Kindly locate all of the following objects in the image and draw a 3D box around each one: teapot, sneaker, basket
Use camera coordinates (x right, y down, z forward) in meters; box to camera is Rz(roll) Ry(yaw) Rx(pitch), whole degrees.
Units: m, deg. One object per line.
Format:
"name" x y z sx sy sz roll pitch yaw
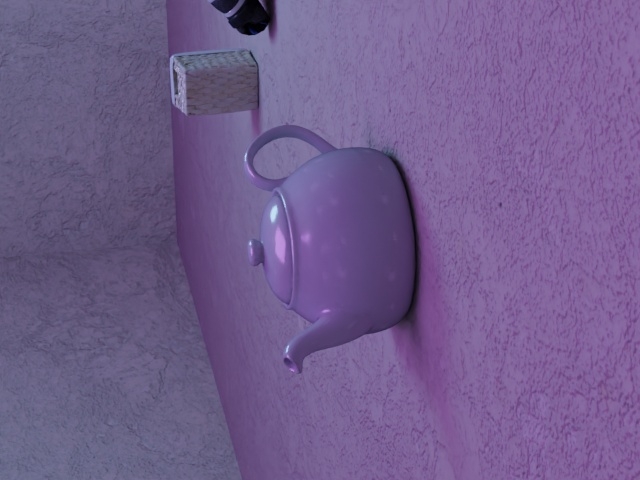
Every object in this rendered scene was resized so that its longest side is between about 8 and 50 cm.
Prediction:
"teapot" 0.000 0.000 1.443 0.256 0.187 0.252 -127 34 -69
"sneaker" -0.141 -0.446 2.164 0.121 0.079 0.217 49 -154 -14
"basket" -0.213 -0.319 2.346 0.103 0.167 0.113 -126 33 -59
